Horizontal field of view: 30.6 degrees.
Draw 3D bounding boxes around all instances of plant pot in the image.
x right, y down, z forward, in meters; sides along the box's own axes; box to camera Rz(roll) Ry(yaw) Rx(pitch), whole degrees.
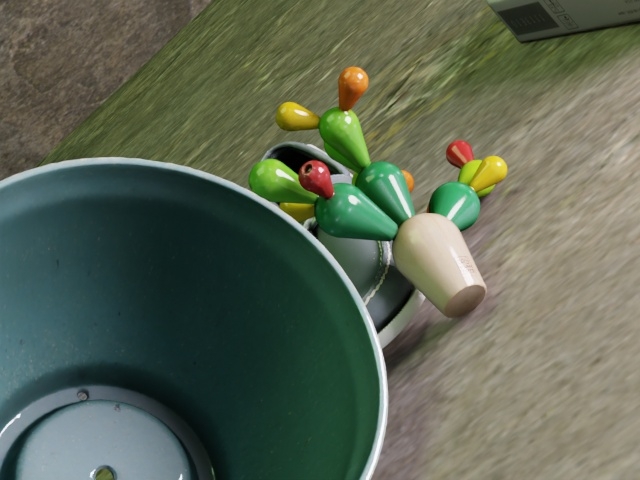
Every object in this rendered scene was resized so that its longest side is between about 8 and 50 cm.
[{"bbox_3d":[-0.126,0.121,0.742,0.293,0.293,0.196,-62,-2,-39],"label":"plant pot"}]

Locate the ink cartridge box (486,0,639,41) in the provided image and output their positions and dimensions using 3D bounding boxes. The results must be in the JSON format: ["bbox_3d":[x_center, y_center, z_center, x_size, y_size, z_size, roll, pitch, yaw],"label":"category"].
[{"bbox_3d":[0.291,-0.281,0.977,0.239,0.060,0.275,-49,19,-13],"label":"ink cartridge box"}]

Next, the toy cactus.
[{"bbox_3d":[0.063,-0.028,0.820,0.112,0.219,0.180,-54,51,27],"label":"toy cactus"}]

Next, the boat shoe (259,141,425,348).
[{"bbox_3d":[0.000,0.000,0.938,0.116,0.099,0.319,-41,20,8],"label":"boat shoe"}]

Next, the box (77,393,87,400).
[{"bbox_3d":[-0.180,0.117,1.009,0.072,0.137,0.126,-41,20,16],"label":"box"}]
